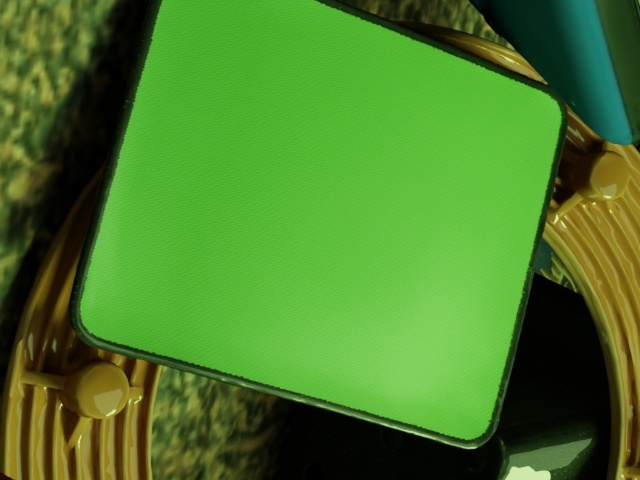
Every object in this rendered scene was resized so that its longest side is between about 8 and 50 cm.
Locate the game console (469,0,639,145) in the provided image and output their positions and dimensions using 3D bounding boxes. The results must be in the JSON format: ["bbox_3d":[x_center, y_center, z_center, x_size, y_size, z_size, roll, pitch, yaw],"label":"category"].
[{"bbox_3d":[0.084,-0.226,0.661,0.173,0.250,0.293,-35,144,-3],"label":"game console"}]

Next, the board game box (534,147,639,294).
[{"bbox_3d":[0.173,0.072,1.118,0.165,0.042,0.243,-30,133,-47],"label":"board game box"}]

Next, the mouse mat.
[{"bbox_3d":[0.006,-0.013,0.691,0.189,0.007,0.153,18,82,-28],"label":"mouse mat"}]

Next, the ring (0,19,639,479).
[{"bbox_3d":[0.036,0.079,0.727,0.336,0.032,0.337,0,89,-27],"label":"ring"}]

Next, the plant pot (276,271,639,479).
[{"bbox_3d":[0.079,0.125,0.881,0.167,0.188,0.188,4,107,-44],"label":"plant pot"}]

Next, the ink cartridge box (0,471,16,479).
[{"bbox_3d":[-0.168,0.112,0.504,0.175,0.127,0.072,-18,123,-53],"label":"ink cartridge box"}]
